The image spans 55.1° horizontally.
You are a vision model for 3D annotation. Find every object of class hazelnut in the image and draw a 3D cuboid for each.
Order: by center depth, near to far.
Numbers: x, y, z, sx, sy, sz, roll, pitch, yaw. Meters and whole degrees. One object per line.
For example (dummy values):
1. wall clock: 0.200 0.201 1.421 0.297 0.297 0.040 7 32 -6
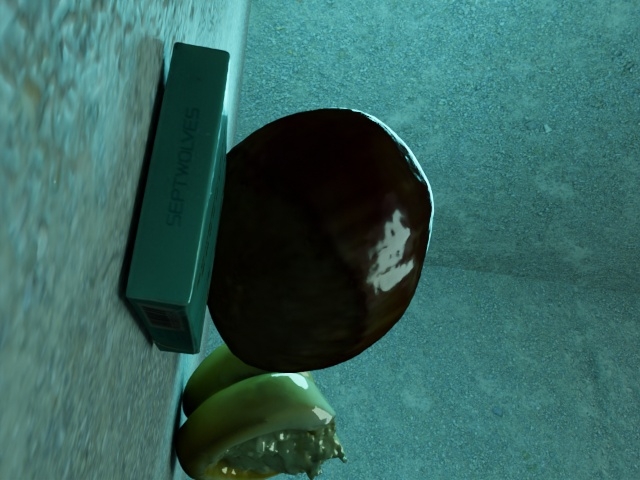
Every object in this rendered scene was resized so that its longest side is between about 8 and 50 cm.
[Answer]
1. hazelnut: 0.000 0.000 0.957 0.353 0.421 0.420 15 -81 38

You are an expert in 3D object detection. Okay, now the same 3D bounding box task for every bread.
1. bread: -0.110 0.345 1.213 0.424 0.329 0.245 100 -6 -57

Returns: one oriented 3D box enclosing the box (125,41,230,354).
1. box: -0.098 -0.009 0.453 0.229 0.041 0.162 120 -23 -71
